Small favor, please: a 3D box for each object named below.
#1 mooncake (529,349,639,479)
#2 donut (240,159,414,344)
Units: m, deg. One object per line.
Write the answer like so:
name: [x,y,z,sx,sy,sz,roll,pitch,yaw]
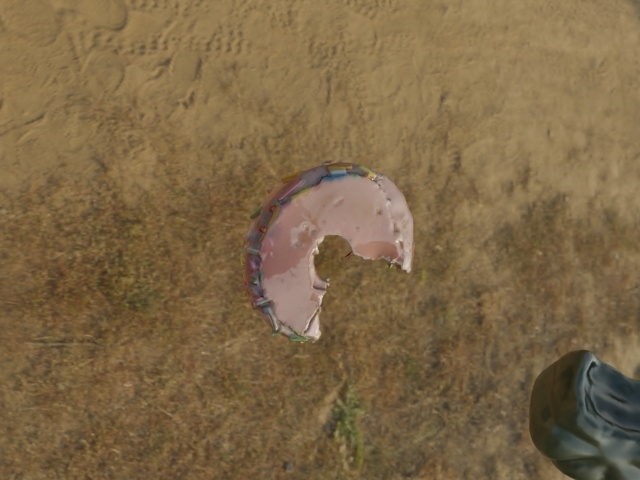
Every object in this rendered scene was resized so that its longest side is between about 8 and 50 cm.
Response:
mooncake: [0.322,0.200,0.858,0.104,0.175,0.168,-67,148,-50]
donut: [0.000,0.000,0.947,0.233,0.085,0.199,-33,119,-15]
